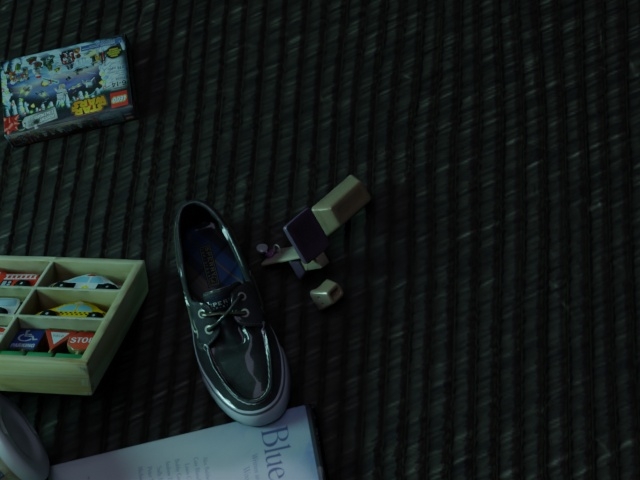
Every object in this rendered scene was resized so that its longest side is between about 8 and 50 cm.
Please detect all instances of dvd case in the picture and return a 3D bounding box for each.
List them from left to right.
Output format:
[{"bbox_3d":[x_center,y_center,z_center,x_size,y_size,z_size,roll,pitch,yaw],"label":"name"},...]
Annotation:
[{"bbox_3d":[-0.111,0.254,1.272,0.253,0.022,0.180,-14,62,4],"label":"dvd case"}]

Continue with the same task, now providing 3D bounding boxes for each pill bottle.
[{"bbox_3d":[-0.332,0.216,1.289,0.169,0.094,0.094,-34,62,4],"label":"pill bottle"}]

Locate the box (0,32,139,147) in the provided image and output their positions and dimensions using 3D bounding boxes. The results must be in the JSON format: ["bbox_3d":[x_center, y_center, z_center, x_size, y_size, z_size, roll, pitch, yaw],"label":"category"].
[{"bbox_3d":[-0.259,-0.155,1.505,0.137,0.027,0.094,-13,63,4],"label":"box"}]

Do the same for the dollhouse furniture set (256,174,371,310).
[{"bbox_3d":[0.000,0.000,1.386,0.081,0.091,0.114,-11,25,51],"label":"dollhouse furniture set"}]

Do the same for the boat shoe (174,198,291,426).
[{"bbox_3d":[-0.086,0.058,1.327,0.080,0.076,0.228,-17,57,1],"label":"boat shoe"}]

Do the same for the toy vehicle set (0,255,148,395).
[{"bbox_3d":[-0.310,0.073,1.349,0.267,0.035,0.166,1,32,12],"label":"toy vehicle set"}]
